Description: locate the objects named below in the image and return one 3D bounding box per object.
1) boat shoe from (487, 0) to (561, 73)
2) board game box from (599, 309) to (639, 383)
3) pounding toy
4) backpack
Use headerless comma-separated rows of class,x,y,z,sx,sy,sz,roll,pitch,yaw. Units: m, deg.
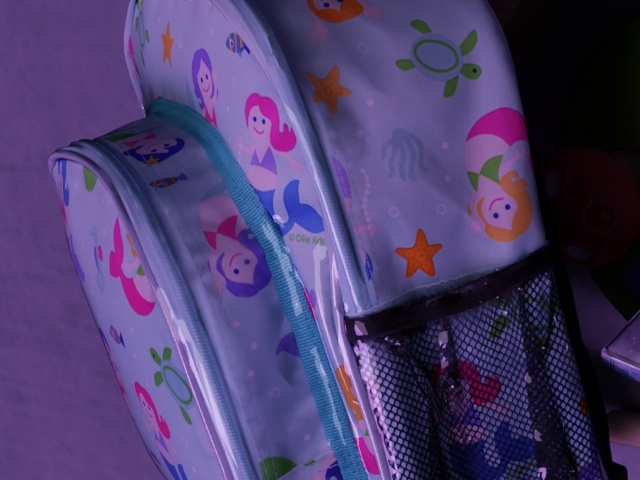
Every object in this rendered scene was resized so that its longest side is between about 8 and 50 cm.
boat shoe,0.075,-0.158,0.794,0.092,0.103,0.285,39,139,12
board game box,0.213,0.033,0.702,0.194,0.060,0.194,-33,76,3
pounding toy,0.163,0.020,0.806,0.183,0.110,0.237,9,118,38
backpack,0.000,0.000,0.762,0.225,0.191,0.254,-148,46,-66
